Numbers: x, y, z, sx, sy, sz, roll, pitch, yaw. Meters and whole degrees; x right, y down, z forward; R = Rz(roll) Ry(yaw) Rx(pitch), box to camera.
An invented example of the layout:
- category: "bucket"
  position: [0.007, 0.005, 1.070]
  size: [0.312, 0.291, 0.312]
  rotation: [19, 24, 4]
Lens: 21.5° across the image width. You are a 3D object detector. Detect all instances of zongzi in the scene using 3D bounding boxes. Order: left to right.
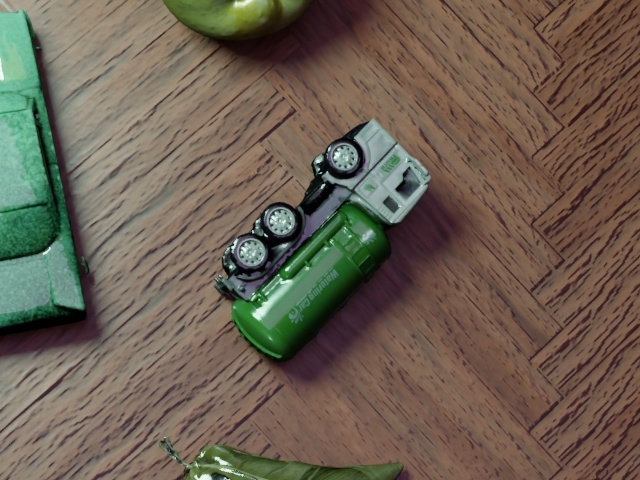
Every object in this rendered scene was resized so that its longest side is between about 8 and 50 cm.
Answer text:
- category: "zongzi"
  position: [-0.038, 0.220, 1.626]
  size: [0.189, 0.081, 0.178]
  rotation: [37, 54, 16]

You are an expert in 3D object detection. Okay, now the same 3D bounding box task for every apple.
- category: "apple"
  position: [-0.085, -0.298, 1.662]
  size: [0.200, 0.200, 0.200]
  rotation: [1, 78, -6]

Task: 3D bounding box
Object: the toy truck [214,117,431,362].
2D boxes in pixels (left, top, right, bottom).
- category: "toy truck"
  position: [0.000, 0.000, 1.651]
  size: [0.125, 0.101, 0.242]
  rotation: [43, 79, -1]

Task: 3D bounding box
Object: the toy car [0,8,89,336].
- category: "toy car"
  position: [-0.314, -0.069, 1.628]
  size: [0.141, 0.097, 0.321]
  rotation: [-11, 80, -10]
